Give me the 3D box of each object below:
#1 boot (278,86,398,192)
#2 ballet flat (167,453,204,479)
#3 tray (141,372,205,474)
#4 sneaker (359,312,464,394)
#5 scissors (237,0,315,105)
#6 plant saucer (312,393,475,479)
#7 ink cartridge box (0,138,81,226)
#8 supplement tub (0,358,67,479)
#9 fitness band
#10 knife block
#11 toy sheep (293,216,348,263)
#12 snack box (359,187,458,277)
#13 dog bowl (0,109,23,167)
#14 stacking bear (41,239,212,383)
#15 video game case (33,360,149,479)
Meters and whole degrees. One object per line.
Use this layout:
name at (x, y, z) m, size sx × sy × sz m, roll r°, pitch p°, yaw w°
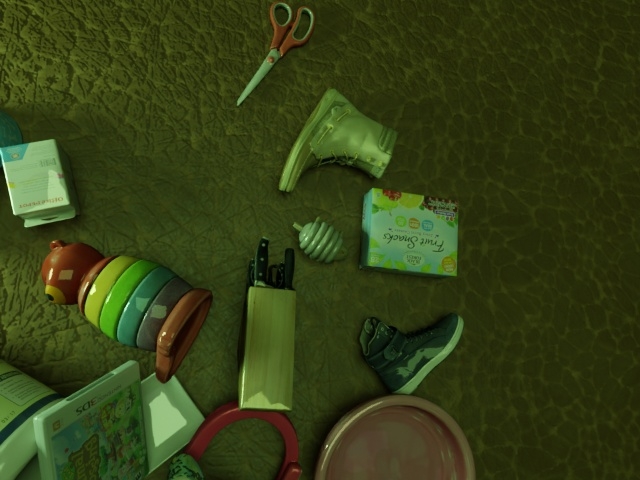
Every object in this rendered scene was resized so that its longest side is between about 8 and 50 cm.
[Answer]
boot at (0.043, -0.180, 1.020) m, size 0.203 × 0.095 × 0.262 m, roll 31°, pitch 70°, yaw -9°
ballet flat at (-0.212, 0.437, 0.740) m, size 0.070 × 0.070 × 0.188 m, roll -12°, pitch 67°, yaw -16°
tray at (-0.356, 0.367, 0.855) m, size 0.270 × 0.030 × 0.145 m, roll -35°, pitch 89°, yaw -17°
sneaker at (0.188, 0.197, 0.993) m, size 0.226 × 0.086 × 0.163 m, roll -43°, pitch 95°, yaw -16°
scissors at (-0.095, -0.416, 1.061) m, size 0.109 × 0.021 × 0.297 m, roll 20°, pitch 75°, yaw -12°
plant saucer at (0.141, 0.469, 0.929) m, size 0.332 × 0.084 × 0.332 m, roll 2°, pitch 84°, yaw -14°
ink cartridge box at (-0.509, -0.097, 0.865) m, size 0.092 × 0.090 × 0.143 m, roll -13°, pitch 85°, yaw -16°
supplement tub at (-0.565, 0.278, 0.699) m, size 0.324 × 0.235 × 0.235 m, roll 30°, pitch 74°, yaw 2°
fitness band at (-0.160, 0.436, 0.864) m, size 0.209 × 0.054 × 0.291 m, roll 31°, pitch 85°, yaw -8°
knife block at (-0.094, 0.136, 0.859) m, size 0.088 × 0.276 × 0.242 m, roll 6°, pitch 109°, yaw -13°
toy sheep at (0.000, 0.000, 0.982) m, size 0.132 × 0.091 × 0.091 m, roll 29°, pitch 75°, yaw -4°
snack box at (0.197, -0.012, 1.040) m, size 0.207 × 0.070 × 0.175 m, roll 8°, pitch 78°, yaw -12°
dog bowl at (-0.660, -0.124, 0.840) m, size 0.165 × 0.074 × 0.297 m, roll 14°, pitch 78°, yaw -12°
stacking bear at (-0.358, 0.099, 0.839) m, size 0.289 × 0.175 × 0.164 m, roll 26°, pitch 47°, yaw 2°
video game case at (-0.344, 0.325, 0.732) m, size 0.023 × 0.193 × 0.212 m, roll 2°, pitch 100°, yaw 18°
